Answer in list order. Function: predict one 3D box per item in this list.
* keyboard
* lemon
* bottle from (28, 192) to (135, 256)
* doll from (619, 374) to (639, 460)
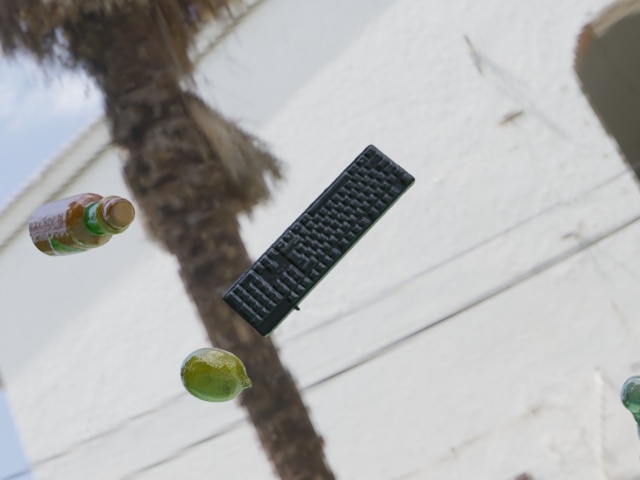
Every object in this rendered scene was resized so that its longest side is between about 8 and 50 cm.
[{"bbox_3d":[0.000,0.000,2.101,0.310,0.101,0.018,-46,-25,-8],"label":"keyboard"},{"bbox_3d":[-0.158,0.204,2.253,0.111,0.082,0.082,11,-25,10],"label":"lemon"},{"bbox_3d":[-0.272,-0.022,1.736,0.069,0.069,0.187,-5,-4,-34],"label":"bottle"},{"bbox_3d":[0.465,0.248,1.708,0.155,0.275,0.113,-24,-45,-31],"label":"doll"}]
